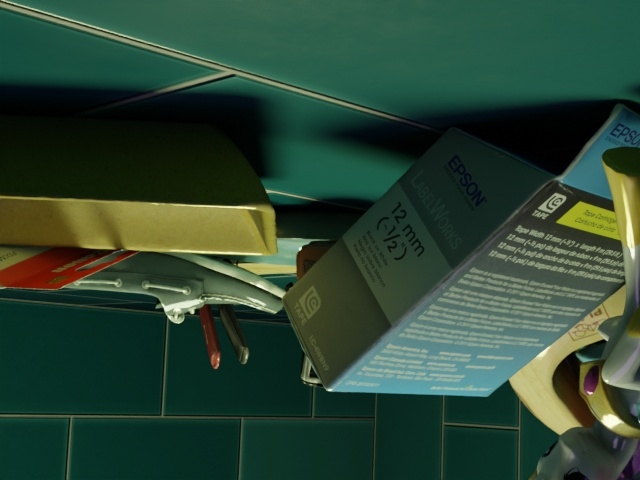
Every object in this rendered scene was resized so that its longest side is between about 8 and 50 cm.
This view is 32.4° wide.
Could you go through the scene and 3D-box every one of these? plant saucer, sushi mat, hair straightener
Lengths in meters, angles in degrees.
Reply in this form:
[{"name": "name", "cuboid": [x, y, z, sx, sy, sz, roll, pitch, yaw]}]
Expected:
[{"name": "plant saucer", "cuboid": [-0.204, -0.048, 1.006, 0.333, 0.081, 0.333, 3, 173, -1]}, {"name": "plant saucer", "cuboid": [0.000, 0.000, 1.459, 0.318, 0.043, 0.317, 2, 172, 0]}, {"name": "sushi mat", "cuboid": [-0.026, 0.043, 1.878, 0.317, 0.019, 0.151, -2, 170, 27]}, {"name": "hair straightener", "cuboid": [-0.135, 0.081, 1.575, 0.089, 0.230, 0.047, -5, 136, -19]}]

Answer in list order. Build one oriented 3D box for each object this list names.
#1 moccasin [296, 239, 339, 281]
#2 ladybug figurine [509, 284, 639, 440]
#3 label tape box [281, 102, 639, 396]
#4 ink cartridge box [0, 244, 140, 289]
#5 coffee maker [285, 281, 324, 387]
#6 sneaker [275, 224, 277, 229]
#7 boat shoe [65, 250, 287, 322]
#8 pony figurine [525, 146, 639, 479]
[{"name": "moccasin", "cuboid": [0.077, 0.093, 1.419, 0.139, 0.147, 0.380, 0, 172, 15]}, {"name": "ladybug figurine", "cuboid": [0.408, 0.135, 1.493, 0.305, 0.162, 0.449, -20, 132, 22]}, {"name": "label tape box", "cuboid": [0.171, -0.002, 0.975, 0.249, 0.115, 0.347, 11, 131, -47]}, {"name": "ink cartridge box", "cuboid": [-0.309, 0.000, 1.213, 0.232, 0.066, 0.189, -6, -166, 36]}, {"name": "coffee maker", "cuboid": [0.036, 0.122, 1.668, 0.120, 0.178, 0.171, 11, -166, 41]}, {"name": "sneaker", "cuboid": [-0.107, -0.032, 1.239, 0.067, 0.064, 0.175, -23, 168, 22]}, {"name": "boat shoe", "cuboid": [-0.202, 0.058, 1.501, 0.320, 0.099, 0.116, 17, 178, -8]}, {"name": "pony figurine", "cuboid": [0.320, 0.098, 0.913, 0.351, 0.363, 0.303, -6, -143, -26]}]
